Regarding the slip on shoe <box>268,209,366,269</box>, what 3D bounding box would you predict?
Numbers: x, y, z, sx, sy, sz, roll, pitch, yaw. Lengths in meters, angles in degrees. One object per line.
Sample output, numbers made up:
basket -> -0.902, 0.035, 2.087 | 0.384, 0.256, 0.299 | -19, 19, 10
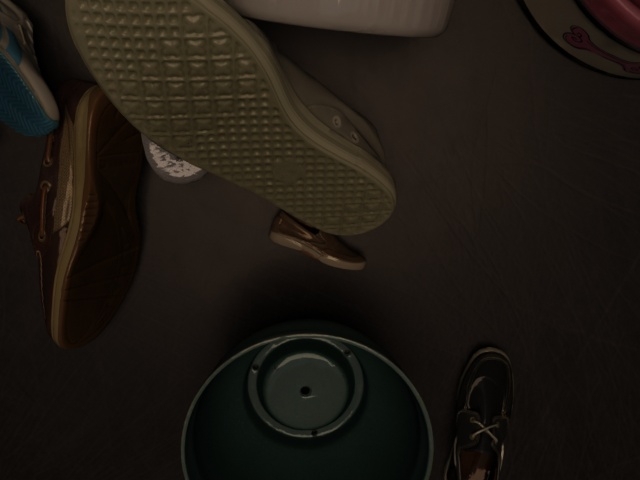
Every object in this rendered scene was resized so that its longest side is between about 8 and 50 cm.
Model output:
slip on shoe -> 0.000, 0.000, 0.924 | 0.135, 0.051, 0.041 | 22, 104, 2

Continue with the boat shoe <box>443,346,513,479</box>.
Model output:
boat shoe -> 0.229, 0.266, 0.975 | 0.084, 0.079, 0.233 | 9, 101, -1

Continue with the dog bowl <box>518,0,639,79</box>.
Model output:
dog bowl -> 0.426, -0.388, 0.791 | 0.407, 0.150, 0.408 | 0, 104, -1

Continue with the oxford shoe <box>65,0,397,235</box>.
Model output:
oxford shoe -> -0.077, -0.153, 0.768 | 0.169, 0.130, 0.449 | -29, 137, 30

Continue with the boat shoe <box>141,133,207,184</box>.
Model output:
boat shoe -> -0.182, -0.238, 0.826 | 0.121, 0.119, 0.335 | -1, 108, -11

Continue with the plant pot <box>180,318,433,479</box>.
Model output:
plant pot -> -0.018, 0.223, 0.898 | 0.293, 0.196, 0.293 | 0, 103, -2

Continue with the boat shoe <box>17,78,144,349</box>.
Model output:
boat shoe -> -0.312, -0.034, 0.888 | 0.123, 0.123, 0.342 | 18, 107, 26

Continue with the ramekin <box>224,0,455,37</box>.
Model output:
ramekin -> 0.022, -0.300, 0.745 | 0.277, 0.277, 0.135 | 6, 110, -3

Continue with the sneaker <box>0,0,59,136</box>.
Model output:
sneaker -> -0.372, -0.226, 0.820 | 0.087, 0.092, 0.229 | -36, 90, 40
